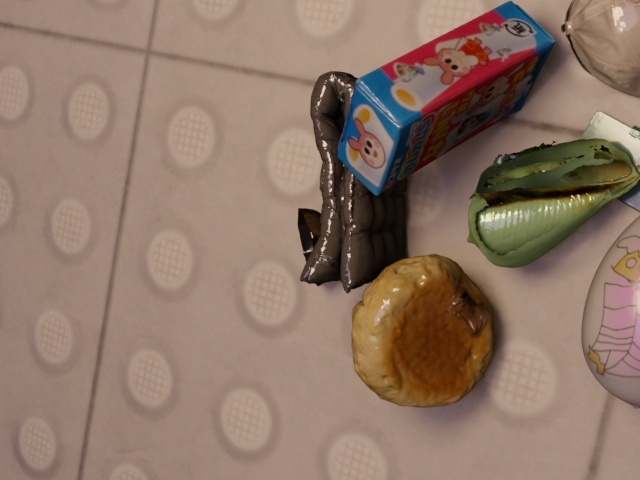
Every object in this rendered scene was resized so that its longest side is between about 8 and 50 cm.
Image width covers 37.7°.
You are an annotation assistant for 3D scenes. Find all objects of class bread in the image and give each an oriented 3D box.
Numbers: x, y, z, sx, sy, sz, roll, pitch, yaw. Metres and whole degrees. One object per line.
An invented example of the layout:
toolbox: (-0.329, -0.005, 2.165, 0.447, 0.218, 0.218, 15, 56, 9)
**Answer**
bread: (0.147, 0.131, 1.412, 0.134, 0.244, 0.244, -153, 71, -64)

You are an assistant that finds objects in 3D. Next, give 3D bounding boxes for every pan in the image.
pan: (0.004, 0.016, 1.530, 0.048, 0.202, 0.128, -16, 107, -6)

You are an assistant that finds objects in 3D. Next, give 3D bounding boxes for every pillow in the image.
pillow: (0.062, -0.086, 1.446, 0.101, 0.228, 0.326, 4, 93, 24)

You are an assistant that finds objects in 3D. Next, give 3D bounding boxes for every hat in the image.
hat: (0.443, -0.311, 1.234, 0.226, 0.164, 0.219, 157, 106, -76)

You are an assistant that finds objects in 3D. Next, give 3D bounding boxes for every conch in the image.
conch: (0.311, -0.066, 1.334, 0.250, 0.137, 0.143, -45, 71, 33)

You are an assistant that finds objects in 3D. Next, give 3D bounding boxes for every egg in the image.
egg: (0.449, 0.087, 1.230, 0.196, 0.196, 0.271, 24, 110, 29)

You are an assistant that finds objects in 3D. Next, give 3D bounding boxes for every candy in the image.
candy: (0.174, -0.201, 1.312, 0.100, 0.306, 0.157, 50, 152, 20)

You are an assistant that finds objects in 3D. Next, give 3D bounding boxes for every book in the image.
book: (0.431, -0.115, 1.339, 0.135, 0.017, 0.103, 36, 112, 27)
